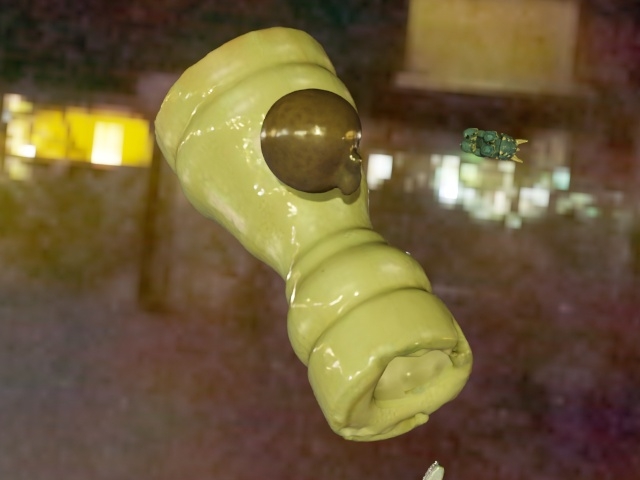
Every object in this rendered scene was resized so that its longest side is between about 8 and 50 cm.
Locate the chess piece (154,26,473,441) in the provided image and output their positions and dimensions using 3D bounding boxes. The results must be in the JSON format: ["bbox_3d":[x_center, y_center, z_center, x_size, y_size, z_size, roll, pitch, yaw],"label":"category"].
[{"bbox_3d":[0.000,0.000,2.186,0.234,0.234,0.442,4,-133,-43],"label":"chess piece"}]

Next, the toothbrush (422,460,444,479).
[{"bbox_3d":[0.057,0.268,1.646,0.013,0.193,0.019,22,-169,-15],"label":"toothbrush"}]

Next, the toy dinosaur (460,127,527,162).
[{"bbox_3d":[0.192,-0.108,2.253,0.083,0.030,0.047,12,179,36],"label":"toy dinosaur"}]

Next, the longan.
[{"bbox_3d":[-0.003,-0.094,1.953,0.119,0.106,0.106,44,-162,21],"label":"longan"}]
